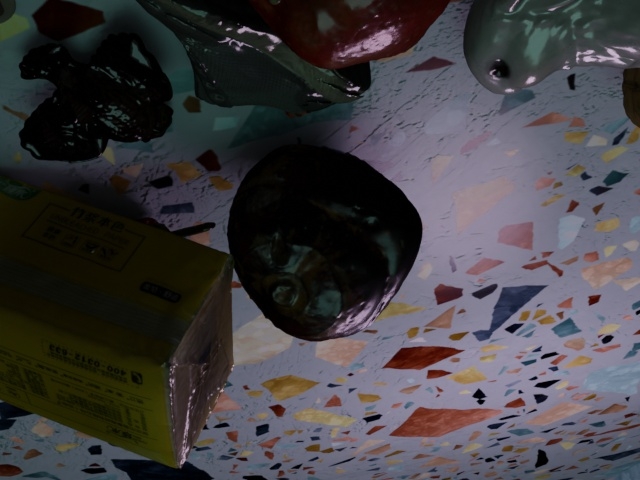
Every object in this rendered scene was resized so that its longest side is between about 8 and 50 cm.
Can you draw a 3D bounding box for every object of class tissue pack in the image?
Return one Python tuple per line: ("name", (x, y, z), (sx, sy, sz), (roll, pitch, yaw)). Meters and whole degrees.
("tissue pack", (-0.325, 0.112, 1.084), (0.382, 0.228, 0.293), (19, 137, 12))

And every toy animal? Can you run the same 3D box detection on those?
("toy animal", (0.337, -0.276, 0.883), (0.358, 0.193, 0.258), (-9, 157, 12))
("toy animal", (-0.261, -0.176, 0.955), (0.219, 0.116, 0.180), (-37, 168, 26))

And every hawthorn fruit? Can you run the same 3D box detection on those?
("hawthorn fruit", (0.019, -0.259, 0.744), (0.205, 0.253, 0.205), (9, 115, 19))

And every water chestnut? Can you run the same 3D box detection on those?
("water chestnut", (0.000, 0.000, 1.114), (0.289, 0.288, 0.244), (-1, 175, -13))

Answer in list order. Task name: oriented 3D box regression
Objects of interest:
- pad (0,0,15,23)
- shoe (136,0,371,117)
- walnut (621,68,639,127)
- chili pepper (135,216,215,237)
("pad", (-0.425, -0.309, 0.769), (0.176, 0.002, 0.266), (-8, 146, -4))
("shoe", (-0.107, -0.227, 0.887), (0.337, 0.132, 0.171), (19, 146, -41))
("walnut", (0.497, -0.214, 1.040), (0.184, 0.155, 0.155), (-2, 146, -7))
("chili pepper", (-0.316, 0.048, 1.274), (0.137, 0.091, 0.368), (-2, 156, -39))
